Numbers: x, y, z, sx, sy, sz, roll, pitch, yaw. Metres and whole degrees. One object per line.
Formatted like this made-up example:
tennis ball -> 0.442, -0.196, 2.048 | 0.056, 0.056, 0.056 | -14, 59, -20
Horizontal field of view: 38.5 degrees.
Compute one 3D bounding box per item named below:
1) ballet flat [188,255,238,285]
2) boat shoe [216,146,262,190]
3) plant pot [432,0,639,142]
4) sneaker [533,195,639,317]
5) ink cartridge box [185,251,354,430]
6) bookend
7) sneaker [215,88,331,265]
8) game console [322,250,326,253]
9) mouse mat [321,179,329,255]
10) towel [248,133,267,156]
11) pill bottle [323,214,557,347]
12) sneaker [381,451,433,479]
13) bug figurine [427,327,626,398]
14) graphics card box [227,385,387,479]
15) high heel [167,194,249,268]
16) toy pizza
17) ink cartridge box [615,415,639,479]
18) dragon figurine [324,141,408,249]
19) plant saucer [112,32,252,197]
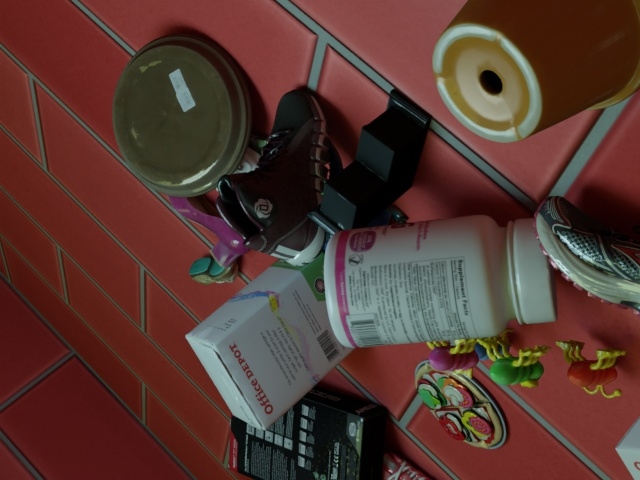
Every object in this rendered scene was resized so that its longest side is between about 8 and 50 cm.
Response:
ballet flat -> -0.216, 0.063, 1.994 | 0.067, 0.073, 0.206 | 31, 162, -24
boat shoe -> -0.164, -0.124, 1.598 | 0.277, 0.096, 0.098 | 45, 150, 8
plant pot -> 0.217, -0.197, 0.909 | 0.205, 0.188, 0.205 | 36, 149, 26
sneaker -> 0.381, 0.027, 1.043 | 0.299, 0.121, 0.112 | 34, 119, 29
ink cartridge box -> -0.077, 0.176, 1.676 | 0.117, 0.278, 0.201 | 7, 131, 54
bookend -> 0.066, -0.100, 1.277 | 0.072, 0.157, 0.156 | 39, 151, 19
sneaker -> -0.075, -0.109, 1.343 | 0.106, 0.162, 0.281 | -28, 59, 49
game console -> 0.000, 0.000, 1.573 | 0.122, 0.107, 0.071 | 5, 100, 53
mouse mat -> 0.026, -0.030, 1.578 | 0.153, 0.007, 0.189 | 19, 140, 45
towel -> -0.121, -0.147, 1.642 | 0.152, 0.023, 0.113 | 16, 139, 43
pill bottle -> 0.159, 0.051, 1.202 | 0.283, 0.160, 0.160 | -6, 126, 16
sneaker -> 0.167, 0.514, 1.905 | 0.314, 0.116, 0.136 | 4, 126, 54
bug figurine -> 0.267, 0.165, 1.274 | 0.279, 0.216, 0.072 | 8, 92, 53
graphics card box -> -0.036, 0.427, 1.962 | 0.371, 0.094, 0.232 | 10, 101, 39
high heel -> -0.219, -0.068, 1.843 | 0.117, 0.082, 0.244 | -45, 69, 30
toy pizza -> 0.241, 0.297, 1.626 | 0.201, 0.032, 0.201 | 36, 149, 26
ink cartridge box -> 0.535, 0.336, 1.159 | 0.273, 0.115, 0.198 | 56, 152, -10
dragon figurine -> 0.034, -0.037, 1.411 | 0.289, 0.144, 0.085 | 55, 151, -8
plant saucer -> -0.244, -0.210, 1.547 | 0.278, 0.041, 0.278 | 3, 97, 24
